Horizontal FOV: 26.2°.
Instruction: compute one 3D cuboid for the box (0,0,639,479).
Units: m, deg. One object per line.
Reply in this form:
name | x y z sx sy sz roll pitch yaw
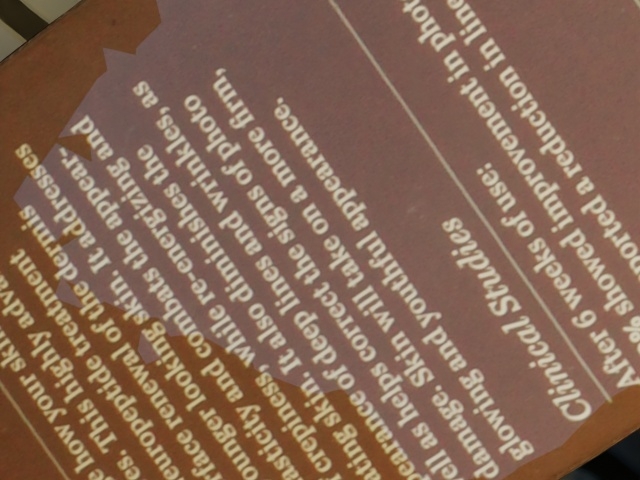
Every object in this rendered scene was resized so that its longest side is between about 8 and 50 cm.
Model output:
box | 0.000 0.000 0.439 0.381 0.143 0.191 -34 91 10
